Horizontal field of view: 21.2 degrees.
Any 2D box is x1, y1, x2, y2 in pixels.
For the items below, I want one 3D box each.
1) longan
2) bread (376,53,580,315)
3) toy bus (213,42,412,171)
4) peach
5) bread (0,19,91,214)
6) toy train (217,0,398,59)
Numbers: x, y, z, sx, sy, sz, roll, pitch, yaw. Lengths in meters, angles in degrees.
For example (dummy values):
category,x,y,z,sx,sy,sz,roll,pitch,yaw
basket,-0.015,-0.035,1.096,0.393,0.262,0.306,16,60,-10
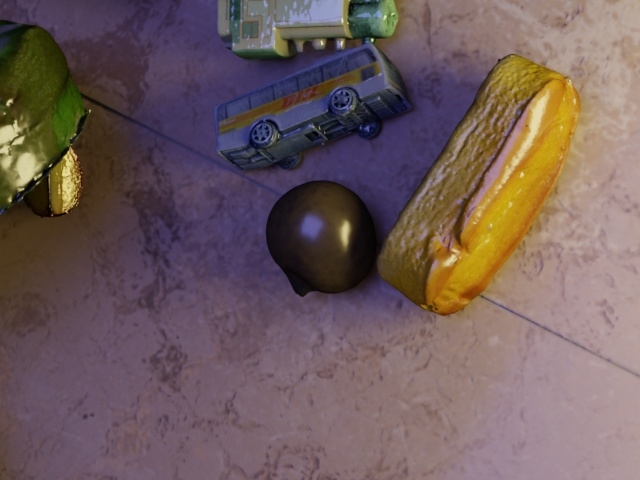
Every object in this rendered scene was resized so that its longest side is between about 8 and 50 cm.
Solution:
category,x,y,z,sx,sy,sz,roll,pitch,yaw
longan,0.000,0.000,1.598,0.113,0.092,0.113,2,100,14
bread,0.146,-0.049,1.535,0.094,0.102,0.245,33,93,28
toy bus,-0.010,-0.125,1.646,0.190,0.064,0.075,-22,59,19
peach,-0.275,-0.066,1.759,0.077,0.050,0.083,-54,52,31
bread,-0.407,-0.070,1.662,0.366,0.129,0.382,-18,29,37
toy train,-0.007,-0.240,1.660,0.194,0.081,0.125,1,91,22
